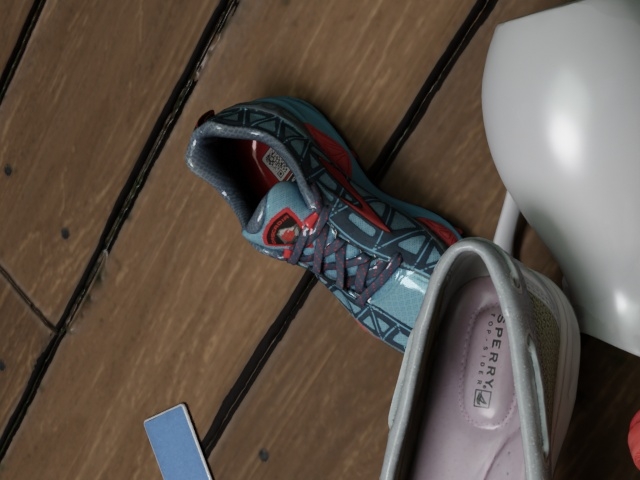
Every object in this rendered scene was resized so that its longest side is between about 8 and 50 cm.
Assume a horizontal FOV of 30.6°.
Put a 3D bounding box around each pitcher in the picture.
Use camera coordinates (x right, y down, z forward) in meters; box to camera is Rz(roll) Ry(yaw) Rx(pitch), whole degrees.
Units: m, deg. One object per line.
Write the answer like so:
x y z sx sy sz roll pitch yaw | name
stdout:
0.154 -0.039 0.718 0.177 0.125 0.207 -4 104 52 | pitcher

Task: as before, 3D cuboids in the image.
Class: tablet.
-0.121 0.186 1.004 0.054 0.006 0.083 -28 80 35 | tablet

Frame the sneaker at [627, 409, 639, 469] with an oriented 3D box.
0.258 0.042 0.637 0.221 0.087 0.128 -23 44 7 | sneaker

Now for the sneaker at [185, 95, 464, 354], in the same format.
0.000 0.000 0.820 0.262 0.125 0.104 43 118 25 | sneaker

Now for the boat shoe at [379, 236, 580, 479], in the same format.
0.075 0.160 0.631 0.118 0.103 0.321 5 76 28 | boat shoe
